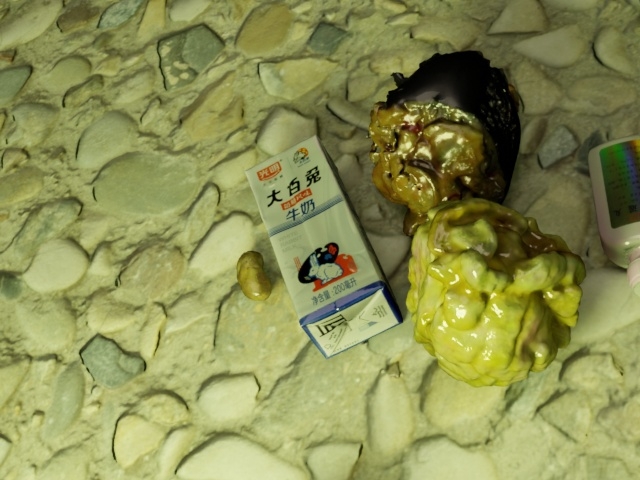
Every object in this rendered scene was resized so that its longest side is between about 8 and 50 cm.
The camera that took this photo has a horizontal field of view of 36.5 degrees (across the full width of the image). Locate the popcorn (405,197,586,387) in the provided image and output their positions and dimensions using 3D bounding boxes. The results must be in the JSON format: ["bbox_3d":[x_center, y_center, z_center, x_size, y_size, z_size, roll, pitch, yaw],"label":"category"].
[{"bbox_3d":[0.212,0.058,1.185,0.212,0.259,0.259,3,54,-12],"label":"popcorn"}]

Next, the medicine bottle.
[{"bbox_3d":[0.416,-0.033,1.250,0.115,0.078,0.219,-9,56,16],"label":"medicine bottle"}]

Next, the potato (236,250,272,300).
[{"bbox_3d":[-0.101,0.055,1.443,0.046,0.045,0.092,-51,45,35],"label":"potato"}]

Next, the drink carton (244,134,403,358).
[{"bbox_3d":[0.000,0.000,1.395,0.131,0.106,0.315,-25,52,5],"label":"drink carton"}]

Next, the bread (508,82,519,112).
[{"bbox_3d":[0.232,-0.214,1.457,0.132,0.074,0.053,11,74,31],"label":"bread"}]

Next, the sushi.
[{"bbox_3d":[0.168,-0.133,1.368,0.200,0.213,0.204,-15,36,43],"label":"sushi"}]
